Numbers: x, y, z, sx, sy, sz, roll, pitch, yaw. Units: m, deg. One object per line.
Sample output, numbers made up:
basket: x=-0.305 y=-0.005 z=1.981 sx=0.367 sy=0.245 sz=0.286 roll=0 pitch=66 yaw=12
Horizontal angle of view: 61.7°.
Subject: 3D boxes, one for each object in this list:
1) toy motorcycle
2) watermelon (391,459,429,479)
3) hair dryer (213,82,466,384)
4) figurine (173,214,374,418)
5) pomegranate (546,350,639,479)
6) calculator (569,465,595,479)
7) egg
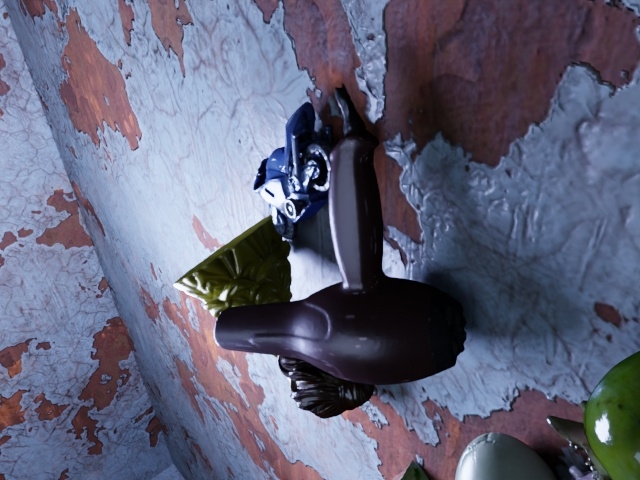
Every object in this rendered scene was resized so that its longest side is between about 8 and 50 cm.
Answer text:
toy motorcycle: x=-0.034 y=-0.081 z=0.699 sx=0.114 sy=0.076 sz=0.205 roll=62 pitch=149 yaw=12
watermelon: x=0.118 y=0.413 z=0.853 sx=0.158 sy=0.098 sz=0.121 roll=11 pitch=123 yaw=57
hair dryer: x=0.000 y=0.000 z=0.615 sx=0.313 sy=0.123 sz=0.340 roll=1 pitch=108 yaw=25
figurine: x=-0.056 y=0.138 z=0.827 sx=0.168 sy=0.187 sz=0.315 roll=-31 pitch=98 yaw=22
pomegranate: x=0.260 y=0.157 z=0.408 sx=0.152 sy=0.131 sz=0.191 roll=54 pitch=156 yaw=5
calculator: x=0.306 y=0.288 z=0.506 sx=0.175 sy=0.032 sz=0.100 roll=48 pitch=172 yaw=20
egg: x=0.209 y=0.288 z=0.596 sx=0.114 sy=0.114 sz=0.152 roll=-15 pitch=99 yaw=58
